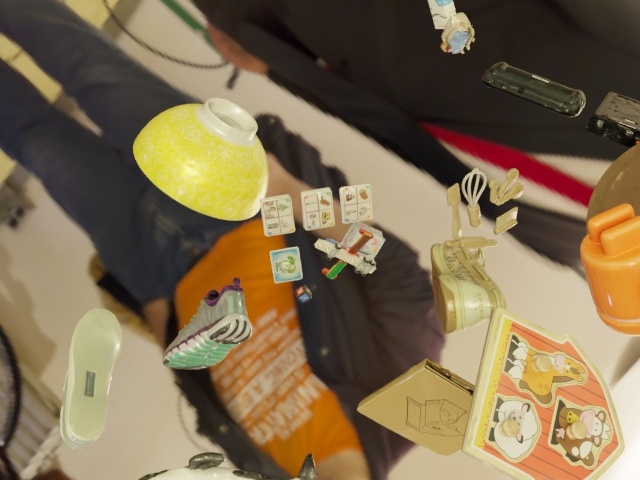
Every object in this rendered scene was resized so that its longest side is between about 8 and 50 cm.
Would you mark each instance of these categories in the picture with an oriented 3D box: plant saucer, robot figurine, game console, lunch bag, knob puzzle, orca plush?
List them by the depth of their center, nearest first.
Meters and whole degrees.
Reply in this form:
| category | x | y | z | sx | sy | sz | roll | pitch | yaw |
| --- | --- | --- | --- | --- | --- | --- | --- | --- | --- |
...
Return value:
| category | x | y | z | sx | sy | sz | roll | pitch | yaw |
| --- | --- | --- | --- | --- | --- | --- | --- | --- | --- |
| knob puzzle | 0.255 | 0.184 | 1.125 | 0.213 | 0.213 | 0.030 | -39 | -179 | -33 |
| orca plush | -0.150 | 0.363 | 1.582 | 0.287 | 0.151 | 0.102 | -14 | -160 | -15 |
| robot figurine | 0.468 | 0.052 | 1.583 | 0.128 | 0.158 | 0.219 | -46 | 127 | -34 |
| plant saucer | 0.560 | -0.075 | 1.762 | 0.278 | 0.041 | 0.278 | -35 | -146 | 28 |
| game console | 0.494 | -0.269 | 2.035 | 0.213 | 0.361 | 0.044 | -39 | 150 | -60 |
| lunch bag | 0.087 | 0.011 | 2.230 | 0.083 | 0.071 | 0.053 | -57 | -158 | 22 |

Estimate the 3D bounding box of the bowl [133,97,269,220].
| category | x | y | z | sx | sy | sz | roll | pitch | yaw |
| --- | --- | --- | --- | --- | --- | --- | --- | --- | --- |
| bowl | -0.212 | -0.191 | 2.093 | 0.156 | 0.289 | 0.289 | -57 | 164 | 26 |

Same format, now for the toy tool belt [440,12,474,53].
| category | x | y | z | sx | sy | sz | roll | pitch | yaw |
| --- | --- | --- | --- | --- | --- | --- | --- | --- | --- |
| toy tool belt | 0.229 | -0.334 | 1.741 | 0.052 | 0.051 | 0.083 | -25 | 154 | -26 |

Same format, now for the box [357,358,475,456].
| category | x | y | z | sx | sy | sz | roll | pitch | yaw |
| --- | --- | --- | --- | --- | --- | --- | --- | --- | --- |
| box | 0.169 | 0.249 | 1.527 | 0.201 | 0.164 | 0.021 | -45 | -162 | 53 |

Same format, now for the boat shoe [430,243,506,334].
| category | x | y | z | sx | sy | sz | roll | pitch | yaw |
| --- | --- | --- | --- | --- | --- | --- | --- | --- | --- |
| boat shoe | 0.213 | 0.070 | 1.546 | 0.285 | 0.089 | 0.104 | -84 | 167 | -74 |

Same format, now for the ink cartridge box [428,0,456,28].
| category | x | y | z | sx | sy | sz | roll | pitch | yaw |
| --- | --- | --- | --- | --- | --- | --- | --- | --- | --- |
| ink cartridge box | 0.258 | -0.468 | 2.179 | 0.028 | 0.048 | 0.083 | -31 | 116 | -24 |

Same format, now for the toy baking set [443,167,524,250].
| category | x | y | z | sx | sy | sz | roll | pitch | yaw |
| --- | --- | --- | --- | --- | --- | --- | --- | --- | --- |
| toy baking set | 0.328 | -0.063 | 2.177 | 0.256 | 0.030 | 0.196 | -6 | 122 | -40 |

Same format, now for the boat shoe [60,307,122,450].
| category | x | y | z | sx | sy | sz | roll | pitch | yaw |
| --- | --- | --- | --- | --- | --- | --- | --- | --- | --- |
| boat shoe | -0.363 | 0.214 | 1.612 | 0.081 | 0.079 | 0.227 | -44 | -145 | 46 |

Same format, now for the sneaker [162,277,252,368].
| category | x | y | z | sx | sy | sz | roll | pitch | yaw |
| --- | --- | --- | --- | --- | --- | --- | --- | --- | --- |
| sneaker | -0.182 | 0.140 | 1.702 | 0.083 | 0.098 | 0.224 | 17 | 148 | -35 |

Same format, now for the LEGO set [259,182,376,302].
| category | x | y | z | sx | sy | sz | roll | pitch | yaw |
| --- | --- | --- | --- | --- | --- | --- | --- | --- | --- |
| LEGO set | 0.000 | 0.000 | 1.768 | 0.182 | 0.060 | 0.244 | -10 | 132 | -3 |
